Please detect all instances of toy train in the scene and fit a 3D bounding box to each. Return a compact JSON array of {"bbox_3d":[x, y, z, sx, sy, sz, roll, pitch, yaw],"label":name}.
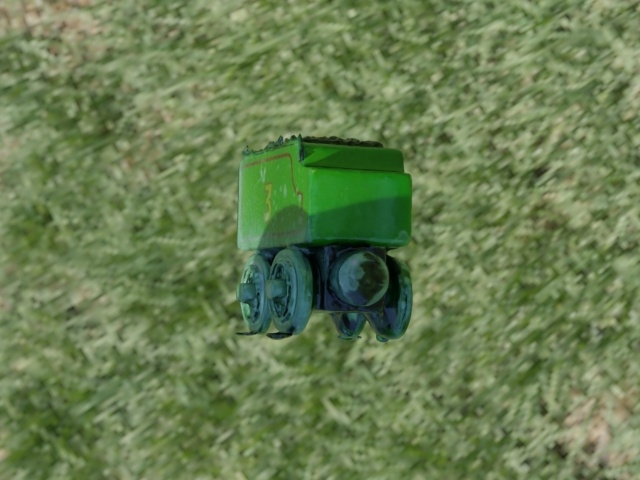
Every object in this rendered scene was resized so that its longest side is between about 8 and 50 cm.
[{"bbox_3d":[0.000,0.000,1.464,0.243,0.132,0.188,176,95,-70],"label":"toy train"}]
